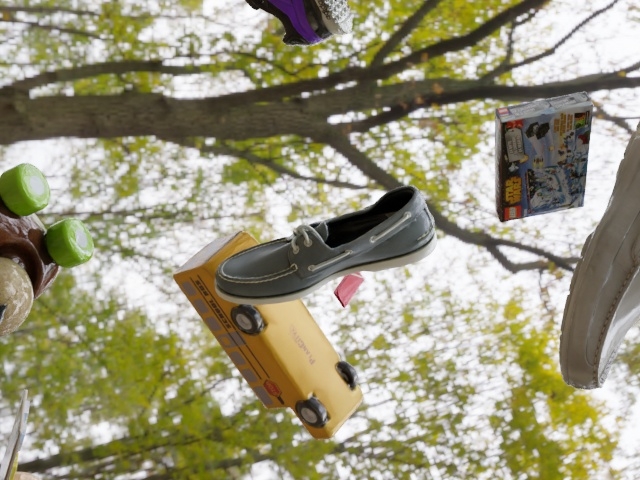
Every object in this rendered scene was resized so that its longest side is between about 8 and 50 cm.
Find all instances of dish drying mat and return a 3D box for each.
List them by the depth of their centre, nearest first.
[{"bbox_3d":[0.045,0.072,1.413,0.008,0.083,0.032,-25,-75,34],"label":"dish drying mat"}]

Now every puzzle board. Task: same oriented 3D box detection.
[{"bbox_3d":[-0.333,0.228,0.977,0.128,0.011,0.096,-146,-106,-71],"label":"puzzle board"}]

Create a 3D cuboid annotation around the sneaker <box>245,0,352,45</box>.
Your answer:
[{"bbox_3d":[-0.074,-0.436,1.421,0.146,0.102,0.293,-16,-70,29],"label":"sneaker"}]

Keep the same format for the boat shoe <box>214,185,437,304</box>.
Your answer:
[{"bbox_3d":[0.000,0.000,1.244,0.116,0.320,0.099,-103,179,-50],"label":"boat shoe"}]

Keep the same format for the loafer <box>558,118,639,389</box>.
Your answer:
[{"bbox_3d":[0.334,0.010,0.916,0.111,0.112,0.319,20,-104,27],"label":"loafer"}]

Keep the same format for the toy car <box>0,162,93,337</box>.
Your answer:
[{"bbox_3d":[-0.340,0.039,0.897,0.155,0.149,0.188,-21,-146,18],"label":"toy car"}]

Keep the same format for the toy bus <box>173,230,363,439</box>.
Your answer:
[{"bbox_3d":[-0.076,0.151,1.383,0.130,0.108,0.332,-19,-70,46],"label":"toy bus"}]

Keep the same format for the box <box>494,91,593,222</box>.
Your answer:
[{"bbox_3d":[0.229,-0.084,0.933,0.027,0.094,0.137,-102,-178,-47],"label":"box"}]

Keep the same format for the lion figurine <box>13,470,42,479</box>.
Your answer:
[{"bbox_3d":[-0.478,0.390,1.167,0.142,0.392,0.240,17,-65,23],"label":"lion figurine"}]
